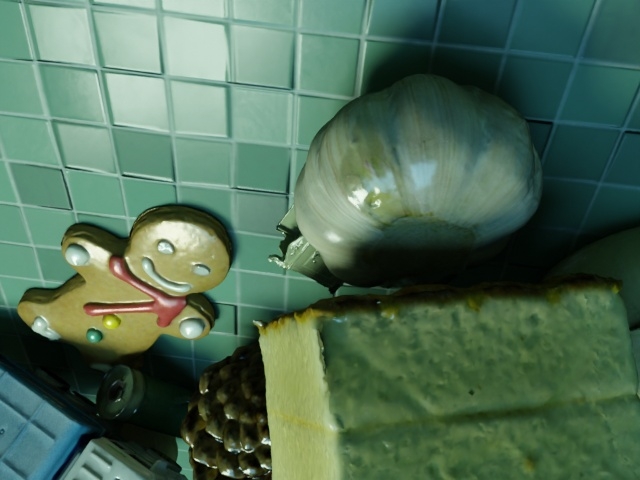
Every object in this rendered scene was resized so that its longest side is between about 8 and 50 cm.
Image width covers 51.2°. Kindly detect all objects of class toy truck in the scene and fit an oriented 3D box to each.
[{"bbox_3d":[-0.361,0.272,0.881,0.367,0.146,0.175,27,165,16],"label":"toy truck"}]

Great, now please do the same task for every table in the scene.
[{"bbox_3d":[0.000,0.000,0.718,0.083,0.062,0.079,28,129,-15],"label":"table"}]

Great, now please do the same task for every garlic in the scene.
[{"bbox_3d":[0.085,-0.054,0.597,0.227,0.152,0.228,-9,147,-6],"label":"garlic"}]

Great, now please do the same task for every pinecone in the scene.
[{"bbox_3d":[-0.037,0.238,0.833,0.243,0.244,0.257,-12,159,19],"label":"pinecone"}]

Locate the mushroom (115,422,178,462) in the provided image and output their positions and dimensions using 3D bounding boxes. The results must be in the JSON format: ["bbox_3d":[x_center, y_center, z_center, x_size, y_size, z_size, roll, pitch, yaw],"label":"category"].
[{"bbox_3d":[-0.408,0.381,1.069,0.407,0.138,0.154,-28,137,27],"label":"mushroom"}]

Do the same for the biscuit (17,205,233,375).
[{"bbox_3d":[-0.238,0.070,0.829,0.339,0.047,0.216,-31,122,31],"label":"biscuit"}]

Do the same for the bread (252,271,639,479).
[{"bbox_3d":[0.101,0.152,0.620,0.279,0.207,0.279,-3,168,-18],"label":"bread"}]

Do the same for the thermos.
[{"bbox_3d":[-0.212,0.229,0.932,0.083,0.073,0.187,-49,137,6],"label":"thermos"}]

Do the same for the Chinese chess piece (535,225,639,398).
[{"bbox_3d":[0.383,0.135,0.731,0.338,0.141,0.338,5,133,6],"label":"Chinese chess piece"}]
